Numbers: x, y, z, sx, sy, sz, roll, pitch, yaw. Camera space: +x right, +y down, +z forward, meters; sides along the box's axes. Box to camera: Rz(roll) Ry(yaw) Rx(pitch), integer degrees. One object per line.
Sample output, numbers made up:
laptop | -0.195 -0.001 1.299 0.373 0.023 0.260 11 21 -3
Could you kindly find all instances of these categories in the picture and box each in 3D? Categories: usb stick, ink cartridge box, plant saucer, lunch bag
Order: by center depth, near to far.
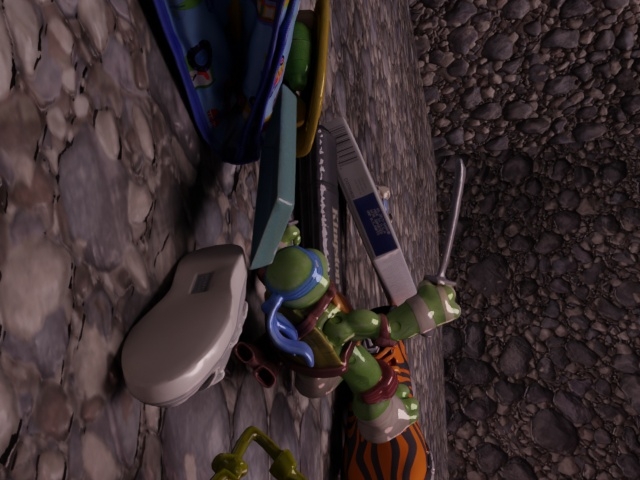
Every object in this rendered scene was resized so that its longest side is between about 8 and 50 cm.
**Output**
plant saucer | -0.035 -0.055 0.676 0.192 0.018 0.067 -90 -161 -56
lunch bag | -0.062 -0.221 0.678 0.293 0.138 0.221 93 3 -53
usb stick | 0.000 0.000 1.007 0.077 0.045 0.278 43 44 -74
ink cartridge box | 0.071 -0.027 1.200 0.224 0.045 0.223 64 4 -63

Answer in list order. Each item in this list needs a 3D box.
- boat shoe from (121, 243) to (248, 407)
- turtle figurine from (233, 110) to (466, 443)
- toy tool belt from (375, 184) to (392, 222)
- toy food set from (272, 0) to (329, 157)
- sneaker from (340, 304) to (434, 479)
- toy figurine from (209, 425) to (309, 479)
boat shoe | -0.082 0.064 0.566 0.184 0.066 0.063 -92 172 -68
turtle figurine | 0.038 0.051 0.810 0.266 0.198 0.275 77 17 -49
toy tool belt | 0.093 -0.063 1.500 0.051 0.052 0.083 15 64 -44
toy food set | -0.036 -0.191 0.892 0.128 0.071 0.218 114 -18 -61
sneaker | 0.065 0.199 1.116 0.321 0.124 0.180 -95 171 -65
toy figurine | -0.042 0.277 0.424 0.362 0.191 0.217 -51 164 -78
